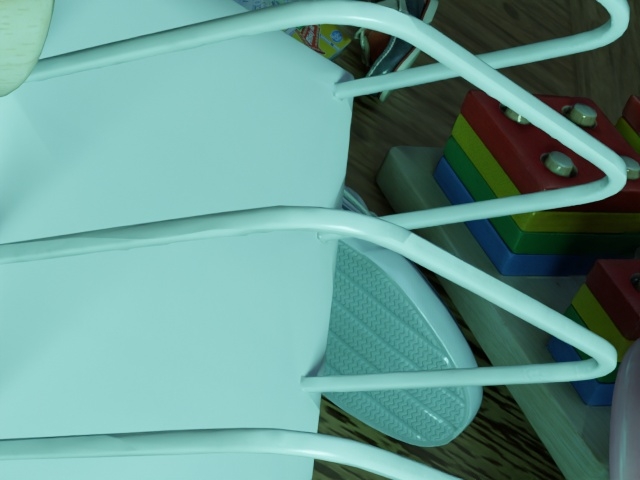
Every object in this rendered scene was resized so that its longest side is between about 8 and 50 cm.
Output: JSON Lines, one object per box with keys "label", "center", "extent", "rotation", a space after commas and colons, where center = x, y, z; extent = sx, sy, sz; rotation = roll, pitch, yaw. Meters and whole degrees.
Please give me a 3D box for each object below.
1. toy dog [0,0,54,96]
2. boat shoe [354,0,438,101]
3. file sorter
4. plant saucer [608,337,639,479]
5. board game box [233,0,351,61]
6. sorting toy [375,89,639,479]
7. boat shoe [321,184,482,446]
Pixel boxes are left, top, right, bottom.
{"label": "toy dog", "center": [-0.212, -0.155, 0.530], "extent": [0.333, 0.161, 0.220], "rotation": [21, 16, 34]}
{"label": "boat shoe", "center": [0.042, -0.131, 1.022], "extent": [0.043, 0.049, 0.137], "rotation": [35, 31, -9]}
{"label": "file sorter", "center": [-0.008, 0.024, 0.544], "extent": [0.193, 0.173, 0.278], "rotation": [26, 63, -47]}
{"label": "plant saucer", "center": [0.195, 0.196, 0.651], "extent": [0.332, 0.084, 0.332], "rotation": [-11, 90, -71]}
{"label": "board game box", "center": [-0.054, -0.120, 0.922], "extent": [0.103, 0.026, 0.154], "rotation": [45, 33, 0]}
{"label": "sorting toy", "center": [0.202, 0.013, 0.906], "extent": [0.255, 0.089, 0.257], "rotation": [1, 39, -30]}
{"label": "boat shoe", "center": [0.000, 0.000, 0.796], "extent": [0.226, 0.083, 0.076], "rotation": [46, 34, 2]}
